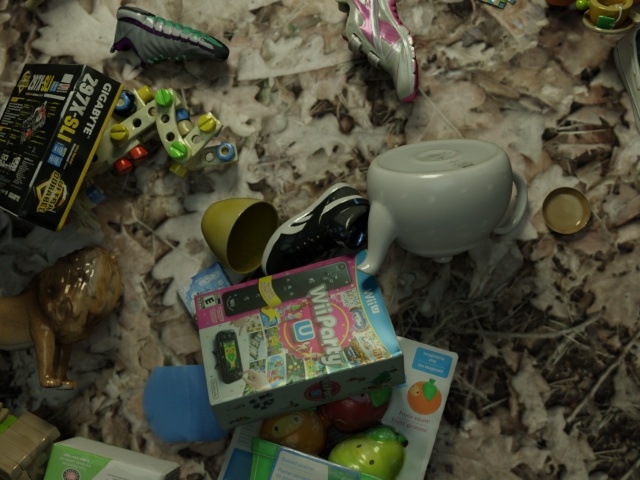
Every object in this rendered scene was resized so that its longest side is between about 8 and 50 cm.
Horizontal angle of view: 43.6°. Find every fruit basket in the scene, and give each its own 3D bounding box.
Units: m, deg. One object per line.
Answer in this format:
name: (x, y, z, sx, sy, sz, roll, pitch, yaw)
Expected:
fruit basket: (0.025, 0.303, 1.312, 0.327, 0.165, 0.352, 16, 77, 13)

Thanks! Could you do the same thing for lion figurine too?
lion figurine: (-0.529, 0.147, 1.386, 0.393, 0.142, 0.240, -8, 76, 8)

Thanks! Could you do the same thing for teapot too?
teapot: (0.203, -0.054, 1.319, 0.256, 0.252, 0.187, -2, 112, 19)

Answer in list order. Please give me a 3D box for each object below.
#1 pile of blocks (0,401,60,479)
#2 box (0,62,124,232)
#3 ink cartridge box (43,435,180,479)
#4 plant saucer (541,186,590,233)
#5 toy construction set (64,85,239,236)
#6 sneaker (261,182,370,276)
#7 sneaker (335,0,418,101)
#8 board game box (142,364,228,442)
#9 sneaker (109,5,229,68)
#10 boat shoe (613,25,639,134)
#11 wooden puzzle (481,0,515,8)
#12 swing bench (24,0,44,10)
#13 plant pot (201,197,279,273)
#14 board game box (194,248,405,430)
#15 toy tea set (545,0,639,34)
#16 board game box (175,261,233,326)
pile of blocks: (-0.613, 0.375, 1.396, 0.363, 0.149, 0.112, -2, 127, 13)
box: (-0.469, -0.166, 1.340, 0.079, 0.322, 0.257, 27, 83, -37)
ink cartridge box: (-0.375, 0.493, 1.346, 0.199, 0.115, 0.272, 14, 85, 6)
plant saucer: (0.427, -0.052, 1.394, 0.084, 0.015, 0.083, 0, 83, 4)
toy construction set: (-0.328, -0.148, 1.404, 0.328, 0.151, 0.215, -33, 83, -11)
sneaker: (0.000, 0.000, 1.361, 0.217, 0.079, 0.121, -46, 40, -2)
sneaker: (0.101, -0.353, 1.415, 0.111, 0.103, 0.252, -21, 76, 6)
board game box: (-0.225, 0.283, 1.401, 0.169, 0.033, 0.133, -5, 89, 9)
sneaker: (-0.275, -0.348, 1.459, 0.224, 0.083, 0.098, 23, 107, 11)
boat shoe: (0.590, -0.244, 1.366, 0.096, 0.088, 0.267, -18, 83, 2)
wooden puzzle: (0.316, -0.451, 1.449, 0.083, 0.006, 0.049, 21, 86, 6)
swing bench: (-0.496, -0.607, 1.452, 0.255, 0.165, 0.253, -28, 82, -4)
plant pot: (-0.151, -0.020, 1.388, 0.095, 0.134, 0.134, 23, 86, 31)
board game box: (-0.038, 0.158, 1.305, 0.304, 0.097, 0.224, -14, 49, -3)
toy tea set: (0.539, -0.441, 1.336, 0.336, 0.124, 0.200, 1, 45, 6)
board game box: (-0.197, 0.098, 1.422, 0.090, 0.020, 0.090, -32, 82, 0)
